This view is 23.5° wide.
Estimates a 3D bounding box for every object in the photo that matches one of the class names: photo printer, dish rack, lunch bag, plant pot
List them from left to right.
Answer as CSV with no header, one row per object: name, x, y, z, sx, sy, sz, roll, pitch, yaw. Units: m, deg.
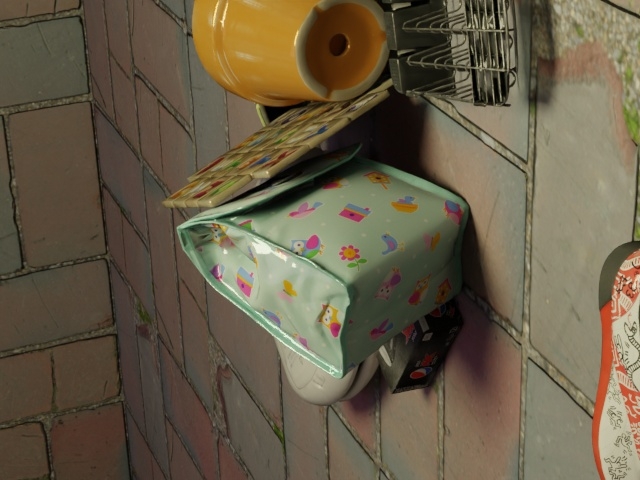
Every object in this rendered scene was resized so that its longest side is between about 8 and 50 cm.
plant pot,-0.019,-0.246,1.807,0.188,0.205,0.205,30,129,55
photo printer,-0.006,0.063,2.078,0.256,0.107,0.307,117,137,-62
lunch bag,0.000,0.000,1.728,0.262,0.223,0.160,31,134,32
dish rack,0.138,-0.236,1.550,0.271,0.074,0.208,-158,57,-66

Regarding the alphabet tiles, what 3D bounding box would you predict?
alphabet tiles,-0.047,-0.120,1.840,0.011,0.285,0.342,58,164,-11

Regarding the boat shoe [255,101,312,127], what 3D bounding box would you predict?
boat shoe,-0.043,-0.254,1.994,0.305,0.109,0.091,92,164,-52

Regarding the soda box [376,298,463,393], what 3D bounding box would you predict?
soda box,0.117,0.120,1.842,0.169,0.053,0.060,110,143,-56

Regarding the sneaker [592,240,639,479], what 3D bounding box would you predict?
sneaker,0.297,0.141,1.279,0.145,0.090,0.270,-152,55,-69

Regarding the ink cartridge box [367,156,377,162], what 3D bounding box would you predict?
ink cartridge box,0.033,-0.028,1.926,0.056,0.099,0.135,165,92,-70
